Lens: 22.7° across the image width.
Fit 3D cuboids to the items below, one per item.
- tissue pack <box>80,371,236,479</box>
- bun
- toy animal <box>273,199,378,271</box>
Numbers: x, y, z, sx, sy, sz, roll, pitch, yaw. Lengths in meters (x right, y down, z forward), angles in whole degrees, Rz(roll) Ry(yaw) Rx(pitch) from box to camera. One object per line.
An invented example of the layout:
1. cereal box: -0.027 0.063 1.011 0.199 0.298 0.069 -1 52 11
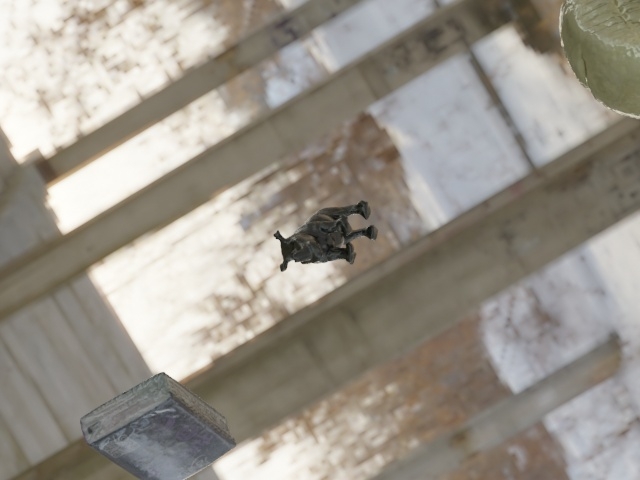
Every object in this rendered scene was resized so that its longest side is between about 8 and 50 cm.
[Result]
1. tissue pack: -0.177 0.213 1.755 0.156 0.112 0.051 48 -166 -52
2. bun: 0.288 -0.174 1.376 0.188 0.164 0.111 -113 7 -47
3. toy animal: 0.000 0.000 1.429 0.136 0.065 0.047 -42 -54 -63
